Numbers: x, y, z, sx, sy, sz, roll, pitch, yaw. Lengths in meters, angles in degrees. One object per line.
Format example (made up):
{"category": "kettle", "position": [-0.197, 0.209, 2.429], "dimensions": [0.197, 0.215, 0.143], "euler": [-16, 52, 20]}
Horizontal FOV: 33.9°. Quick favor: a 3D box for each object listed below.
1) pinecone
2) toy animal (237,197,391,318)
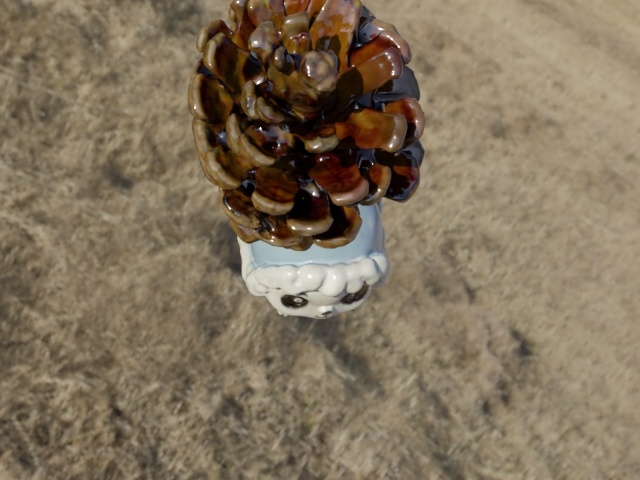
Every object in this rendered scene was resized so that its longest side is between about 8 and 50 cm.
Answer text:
{"category": "pinecone", "position": [-0.009, -0.082, 0.685], "dimensions": [0.195, 0.150, 0.179], "euler": [40, 39, -79]}
{"category": "toy animal", "position": [0.000, 0.000, 1.389], "dimensions": [0.208, 0.156, 0.204], "euler": [-3, 83, -11]}
